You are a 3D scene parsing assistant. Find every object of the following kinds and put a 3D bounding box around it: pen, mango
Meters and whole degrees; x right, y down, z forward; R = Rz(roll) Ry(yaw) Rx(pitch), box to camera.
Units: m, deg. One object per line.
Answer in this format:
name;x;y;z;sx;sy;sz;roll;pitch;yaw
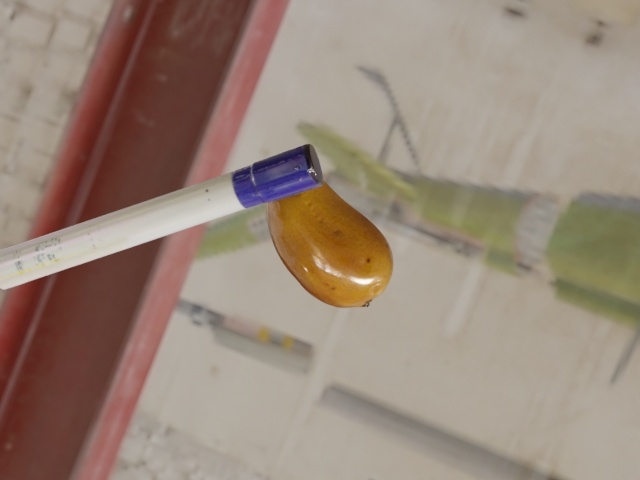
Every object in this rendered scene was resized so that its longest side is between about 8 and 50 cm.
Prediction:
pen;-0.124;-0.014;1.205;0.269;0.033;0.033;-18;170;16
mango;-0.001;0.003;1.662;0.159;0.084;0.105;43;-133;5
